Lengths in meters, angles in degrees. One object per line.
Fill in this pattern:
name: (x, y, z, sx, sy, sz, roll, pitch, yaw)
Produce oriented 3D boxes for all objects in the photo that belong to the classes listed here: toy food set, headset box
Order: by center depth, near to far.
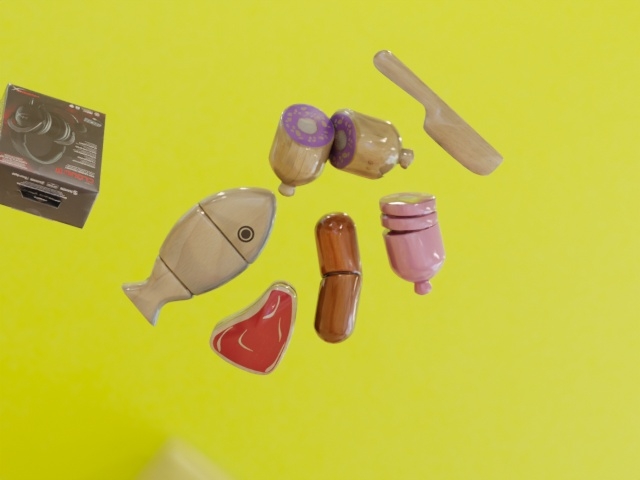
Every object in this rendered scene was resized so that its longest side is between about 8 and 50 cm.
toy food set: (0.000, 0.000, 0.565, 0.078, 0.122, 0.019, 42, 10, -9)
headset box: (-0.159, -0.046, 0.981, 0.062, 0.032, 0.083, 17, 37, -17)
